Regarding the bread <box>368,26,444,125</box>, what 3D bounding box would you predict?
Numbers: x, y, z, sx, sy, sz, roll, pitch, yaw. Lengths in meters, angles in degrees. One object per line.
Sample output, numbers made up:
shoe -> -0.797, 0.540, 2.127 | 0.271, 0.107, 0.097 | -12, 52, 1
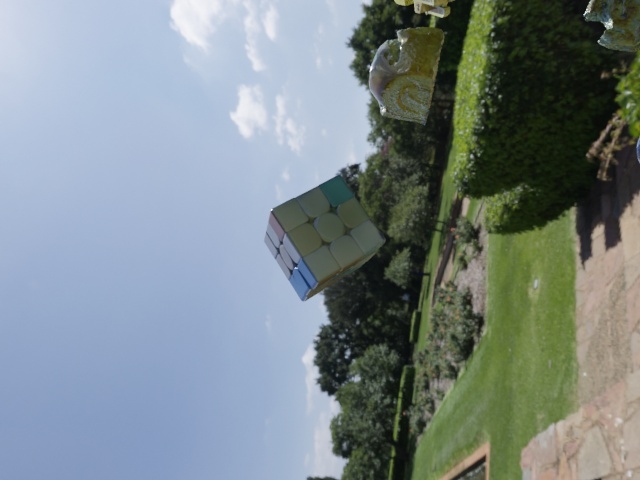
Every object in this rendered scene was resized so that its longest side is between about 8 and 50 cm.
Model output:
bread -> 0.336, -0.643, 1.655 | 0.395, 0.263, 0.240 | 66, -147, -73

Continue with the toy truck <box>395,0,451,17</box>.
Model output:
toy truck -> 0.356, -0.868, 1.403 | 0.272, 0.124, 0.157 | 48, 156, 43

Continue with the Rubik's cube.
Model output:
Rubik's cube -> 0.000, 0.000, 1.700 | 0.346, 0.347, 0.344 | -28, -13, -22

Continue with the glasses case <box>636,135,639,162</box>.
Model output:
glasses case -> 1.165, -0.371, 1.372 | 0.321, 0.082, 0.122 | -45, -69, -16

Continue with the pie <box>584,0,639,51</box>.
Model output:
pie -> 1.129, -0.823, 1.460 | 0.066, 0.302, 0.303 | 20, -101, -65
